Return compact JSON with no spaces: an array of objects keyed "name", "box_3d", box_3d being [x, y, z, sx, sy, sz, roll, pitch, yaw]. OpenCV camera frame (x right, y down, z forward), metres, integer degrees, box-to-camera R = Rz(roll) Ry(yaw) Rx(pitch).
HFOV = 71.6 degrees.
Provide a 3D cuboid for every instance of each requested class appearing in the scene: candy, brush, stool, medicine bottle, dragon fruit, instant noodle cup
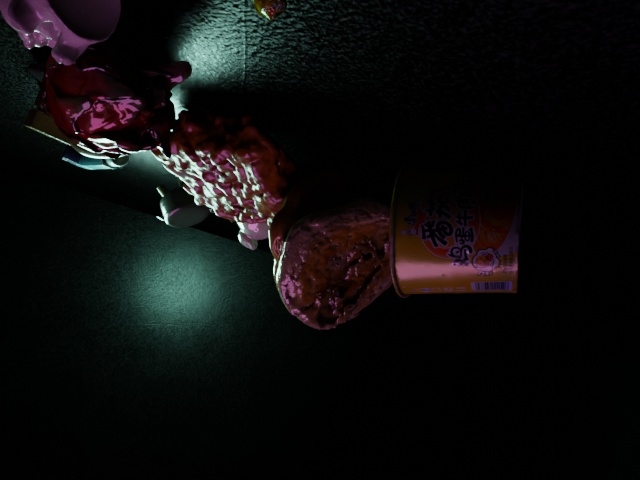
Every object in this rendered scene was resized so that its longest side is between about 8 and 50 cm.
[{"name":"candy","box_3d":[-0.092,-0.279,0.509,0.123,0.035,0.035,21,169,22]},{"name":"brush","box_3d":[-0.613,-0.283,1.140,0.047,0.103,0.233,13,171,36]},{"name":"stool","box_3d":[-0.450,-0.136,1.534,0.228,0.139,0.153,-11,157,-33]},{"name":"medicine bottle","box_3d":[-0.718,-0.273,1.424,0.259,0.079,0.124,8,167,38]},{"name":"dragon fruit","box_3d":[-0.324,-0.229,0.701,0.193,0.192,0.274,-3,-172,-44]},{"name":"instant noodle cup","box_3d":[0.250,-0.018,0.794,0.200,0.264,0.264,2,165,25]}]

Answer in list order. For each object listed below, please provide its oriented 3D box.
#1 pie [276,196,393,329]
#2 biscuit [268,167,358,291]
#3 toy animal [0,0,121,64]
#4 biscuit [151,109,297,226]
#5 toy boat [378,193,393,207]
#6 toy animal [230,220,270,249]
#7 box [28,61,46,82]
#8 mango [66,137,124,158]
[{"name":"pie","box_3d":[0.061,0.054,0.930,0.339,0.339,0.077,27,-159,-44]},{"name":"biscuit","box_3d":[0.000,0.000,1.027,0.057,0.312,0.351,20,129,28]},{"name":"toy animal","box_3d":[-0.382,-0.305,0.571,0.221,0.130,0.104,16,-175,22]},{"name":"biscuit","box_3d":[-0.193,-0.147,0.987,0.312,0.110,0.318,12,153,23]},{"name":"toy boat","box_3d":[0.241,-0.022,1.054,0.143,0.129,0.309,27,173,41]},{"name":"toy animal","box_3d":[-0.082,-0.044,1.206,0.310,0.247,0.182,28,158,5]},{"name":"box","box_3d":[-0.486,-0.311,0.936,0.213,0.042,0.201,11,171,27]},{"name":"mango","box_3d":[-0.393,-0.227,0.861,0.195,0.130,0.092,-20,162,-5]}]
